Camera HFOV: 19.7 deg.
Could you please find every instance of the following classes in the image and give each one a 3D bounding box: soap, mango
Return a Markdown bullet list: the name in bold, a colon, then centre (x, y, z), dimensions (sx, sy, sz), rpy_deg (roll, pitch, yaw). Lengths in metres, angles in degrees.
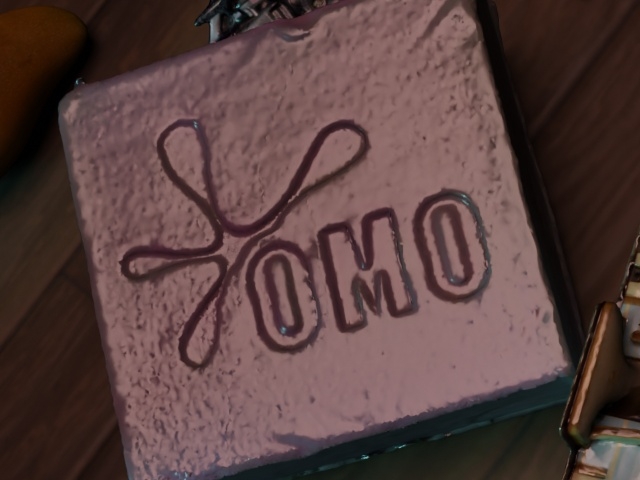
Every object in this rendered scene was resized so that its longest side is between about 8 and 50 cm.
- **soap**: centre (0.000, 0.000, 1.181), dimensions (0.296, 0.107, 0.285), rpy_deg (-18, 72, 12)
- **mango**: centre (-0.251, -0.107, 1.377), dimensions (0.102, 0.085, 0.184), rpy_deg (28, 75, 30)

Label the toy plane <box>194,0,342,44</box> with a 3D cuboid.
- **toy plane**: centre (-0.062, -0.121, 1.304), dimensions (0.246, 0.078, 0.169), rpy_deg (-38, 87, 7)

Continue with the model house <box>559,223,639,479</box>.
- **model house**: centre (0.256, 0.112, 1.018), dimensions (0.206, 0.178, 0.271), rpy_deg (12, 70, 25)
